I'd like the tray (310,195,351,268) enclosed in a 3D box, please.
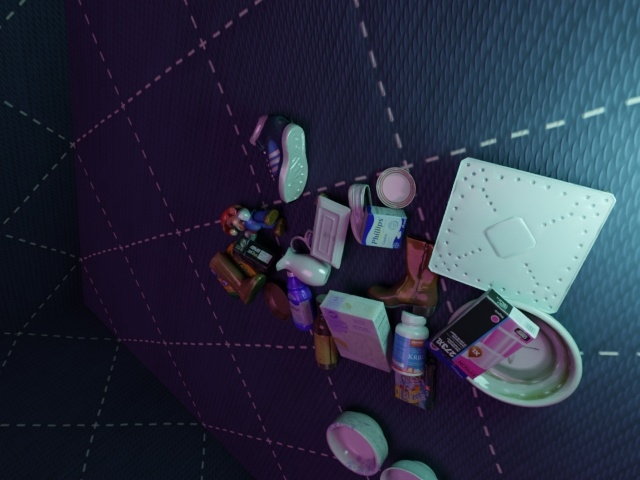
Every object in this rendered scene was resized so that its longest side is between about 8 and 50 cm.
[{"bbox_3d":[0.027,-0.024,1.542,0.145,0.030,0.270,26,125,24],"label":"tray"}]

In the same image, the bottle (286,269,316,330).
[{"bbox_3d":[-0.090,0.258,1.809,0.118,0.092,0.283,15,122,53],"label":"bottle"}]

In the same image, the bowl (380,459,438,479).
[{"bbox_3d":[0.423,1.080,1.796,0.298,0.134,0.298,16,120,30],"label":"bowl"}]

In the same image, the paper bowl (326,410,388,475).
[{"bbox_3d":[0.180,0.924,1.894,0.284,0.148,0.284,17,121,30],"label":"paper bowl"}]

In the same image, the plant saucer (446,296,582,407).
[{"bbox_3d":[0.615,0.343,1.315,0.400,0.100,0.400,20,125,31],"label":"plant saucer"}]

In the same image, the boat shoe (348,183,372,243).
[{"bbox_3d":[0.158,-0.093,1.470,0.081,0.079,0.227,2,109,41],"label":"boat shoe"}]

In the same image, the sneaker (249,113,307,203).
[{"bbox_3d":[-0.174,-0.328,1.591,0.236,0.130,0.322,30,131,35],"label":"sneaker"}]

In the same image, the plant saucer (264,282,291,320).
[{"bbox_3d":[-0.194,0.283,1.926,0.198,0.036,0.198,27,130,39],"label":"plant saucer"}]

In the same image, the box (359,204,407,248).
[{"bbox_3d":[0.215,-0.046,1.414,0.137,0.072,0.126,6,120,-4],"label":"box"}]

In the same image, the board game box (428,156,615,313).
[{"bbox_3d":[0.558,-0.016,1.196,0.390,0.050,0.390,20,122,20],"label":"board game box"}]

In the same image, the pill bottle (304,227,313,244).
[{"bbox_3d":[0.000,0.000,1.641,0.120,0.067,0.067,23,123,27],"label":"pill bottle"}]

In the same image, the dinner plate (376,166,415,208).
[{"bbox_3d":[0.258,-0.180,1.390,0.141,0.017,0.141,12,113,30],"label":"dinner plate"}]

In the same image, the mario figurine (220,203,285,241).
[{"bbox_3d":[-0.318,-0.060,1.787,0.320,0.170,0.198,4,115,34],"label":"mario figurine"}]

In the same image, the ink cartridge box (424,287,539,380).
[{"bbox_3d":[0.489,0.323,1.299,0.176,0.069,0.371,43,135,14],"label":"ink cartridge box"}]

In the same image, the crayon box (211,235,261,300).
[{"bbox_3d":[-0.391,0.133,1.988,0.203,0.083,0.323,51,131,6],"label":"crayon box"}]

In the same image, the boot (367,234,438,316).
[{"bbox_3d":[0.300,0.118,1.455,0.264,0.096,0.280,17,119,31],"label":"boot"}]

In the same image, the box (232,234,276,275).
[{"bbox_3d":[-0.295,0.068,1.818,0.180,0.077,0.147,29,160,3],"label":"box"}]

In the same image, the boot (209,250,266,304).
[{"bbox_3d":[-0.392,0.150,1.884,0.269,0.089,0.236,45,130,12],"label":"boot"}]

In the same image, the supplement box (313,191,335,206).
[{"bbox_3d":[0.022,-0.139,1.567,0.083,0.055,0.043,44,129,11],"label":"supplement box"}]

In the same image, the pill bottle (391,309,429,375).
[{"bbox_3d":[0.335,0.376,1.511,0.124,0.124,0.221,10,100,33],"label":"pill bottle"}]

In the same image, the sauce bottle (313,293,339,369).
[{"bbox_3d":[0.025,0.400,1.788,0.111,0.111,0.344,13,117,32],"label":"sauce bottle"}]

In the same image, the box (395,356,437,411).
[{"bbox_3d":[0.382,0.559,1.637,0.159,0.044,0.233,12,117,33],"label":"box"}]

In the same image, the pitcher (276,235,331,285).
[{"bbox_3d":[-0.055,0.086,1.694,0.207,0.177,0.125,22,168,11],"label":"pitcher"}]

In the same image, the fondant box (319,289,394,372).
[{"bbox_3d":[0.157,0.360,1.612,0.238,0.096,0.330,9,134,34],"label":"fondant box"}]
